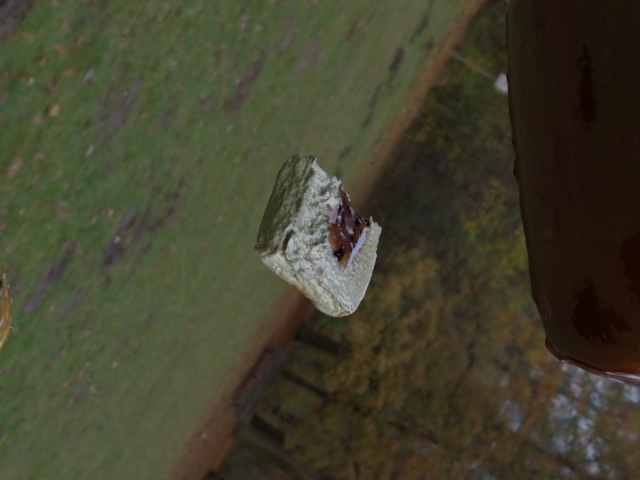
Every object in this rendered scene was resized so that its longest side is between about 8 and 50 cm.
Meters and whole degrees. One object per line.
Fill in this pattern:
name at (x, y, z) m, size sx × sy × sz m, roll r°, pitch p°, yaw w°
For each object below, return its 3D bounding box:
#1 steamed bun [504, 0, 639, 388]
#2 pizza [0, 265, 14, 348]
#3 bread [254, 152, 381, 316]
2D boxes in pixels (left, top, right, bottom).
steamed bun at (0.282, -0.082, 0.723) m, size 0.248 × 0.235 × 0.379 m, roll -25°, pitch -125°, yaw 43°
pizza at (-0.264, 0.096, 0.735) m, size 0.134 × 0.056 × 0.271 m, roll -61°, pitch -168°, yaw 24°
bread at (0.000, 0.000, 0.602) m, size 0.035 × 0.083 × 0.070 m, roll -5°, pitch -129°, yaw 36°
